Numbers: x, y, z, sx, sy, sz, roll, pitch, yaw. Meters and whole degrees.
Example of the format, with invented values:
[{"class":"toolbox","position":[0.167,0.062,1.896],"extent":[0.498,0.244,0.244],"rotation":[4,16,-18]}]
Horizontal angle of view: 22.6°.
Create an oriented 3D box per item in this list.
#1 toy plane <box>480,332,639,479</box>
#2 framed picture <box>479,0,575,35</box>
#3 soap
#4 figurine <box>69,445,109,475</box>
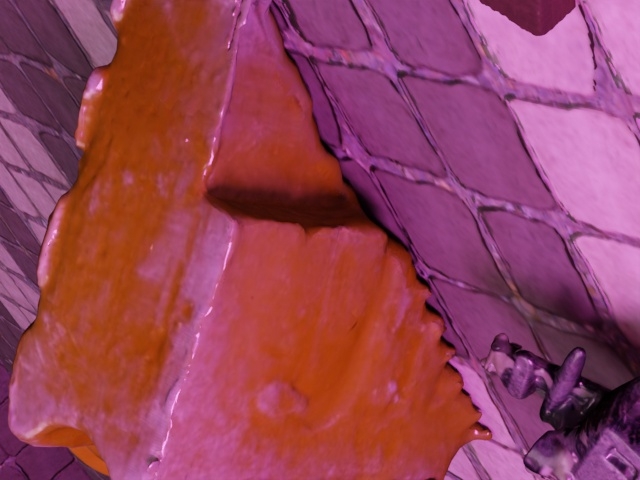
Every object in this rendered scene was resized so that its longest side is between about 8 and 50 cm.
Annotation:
[{"class":"toy plane","position":[0.156,0.093,0.758],"extent":[0.192,0.088,0.262],"rotation":[43,160,18]},{"class":"framed picture","position":[0.028,-0.166,0.628],"extent":[0.168,0.023,0.128],"rotation":[37,158,30]},{"class":"soap","position":[0.000,0.000,0.996],"extent":[0.169,0.304,0.338],"rotation":[23,-171,39]},{"class":"figurine","position":[-0.107,0.088,1.223],"extent":[0.167,0.192,0.257],"rotation":[20,-176,2]}]
